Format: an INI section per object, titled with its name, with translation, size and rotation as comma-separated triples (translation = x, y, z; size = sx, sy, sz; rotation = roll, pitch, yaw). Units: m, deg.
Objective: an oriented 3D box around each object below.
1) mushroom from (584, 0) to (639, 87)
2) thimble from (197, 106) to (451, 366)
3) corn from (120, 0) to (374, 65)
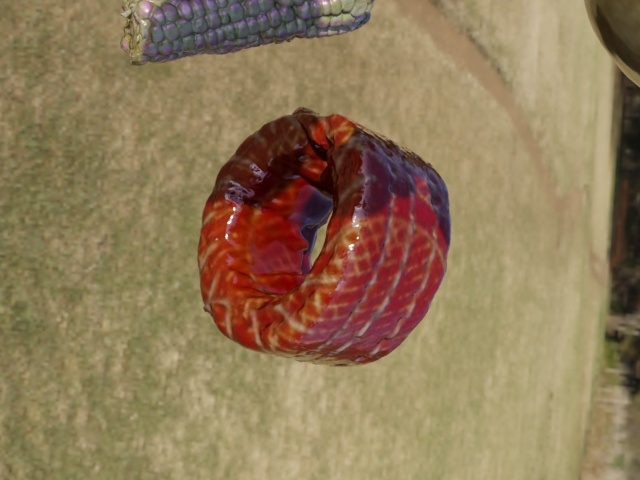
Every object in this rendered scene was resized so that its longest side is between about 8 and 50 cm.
[mushroom]
translation = 0.345, -0.232, 0.748
size = 0.290, 0.297, 0.298
rotation = -31, 133, -26
[thimble]
translation = 0.000, 0.000, 1.428
size = 0.230, 0.350, 0.350
rotation = 21, 71, -46
[corn]
translation = -0.087, -0.293, 1.267
size = 0.126, 0.335, 0.127
rotation = 163, -90, -72
